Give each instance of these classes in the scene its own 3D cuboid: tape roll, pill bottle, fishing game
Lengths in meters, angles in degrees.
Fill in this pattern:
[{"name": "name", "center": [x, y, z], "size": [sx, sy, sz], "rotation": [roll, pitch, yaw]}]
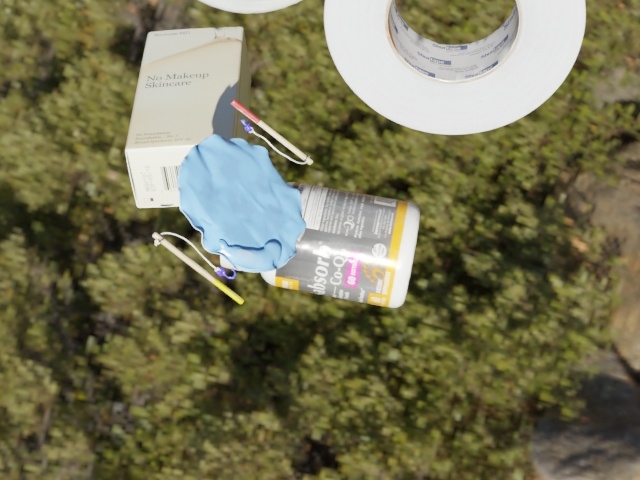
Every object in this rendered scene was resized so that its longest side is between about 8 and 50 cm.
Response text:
[{"name": "tape roll", "center": [0.114, -0.202, 1.098], "size": [0.219, 0.219, 0.072], "rotation": [-49, 17, 31]}, {"name": "pill bottle", "center": [0.000, 0.000, 1.901], "size": [0.162, 0.278, 0.162], "rotation": [10, -90, -87]}, {"name": "fishing game", "center": [-0.099, -0.044, 1.593], "size": [0.041, 0.189, 0.264], "rotation": [-34, 27, 46]}]

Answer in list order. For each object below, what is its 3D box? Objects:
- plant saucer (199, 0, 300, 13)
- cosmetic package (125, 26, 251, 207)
[{"name": "plant saucer", "center": [-0.079, -0.456, 1.409], "size": [0.100, 0.400, 0.401], "rotation": [26, 97, 41]}, {"name": "cosmetic package", "center": [-0.191, -0.189, 1.919], "size": [0.309, 0.160, 0.113], "rotation": [-92, -3, -48]}]
